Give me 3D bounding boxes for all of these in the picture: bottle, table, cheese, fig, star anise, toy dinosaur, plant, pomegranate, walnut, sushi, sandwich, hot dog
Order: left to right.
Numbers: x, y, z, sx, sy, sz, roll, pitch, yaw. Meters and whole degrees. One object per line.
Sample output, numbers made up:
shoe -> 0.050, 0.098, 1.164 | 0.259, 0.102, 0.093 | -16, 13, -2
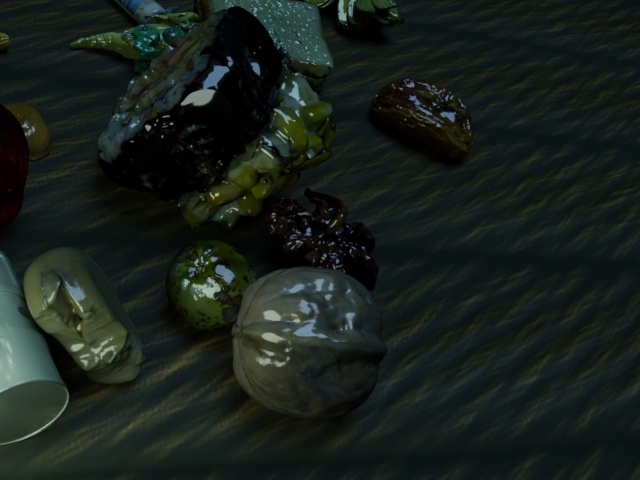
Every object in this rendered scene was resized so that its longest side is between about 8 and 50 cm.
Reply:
fig -> -0.532, -0.106, 1.327 | 0.249, 0.186, 0.204 | 4, 61, -15
table -> -0.404, 0.125, 1.173 | 0.126, 0.126, 0.220 | -8, 51, -36
walnut -> -0.474, -0.185, 1.544 | 0.091, 0.052, 0.121 | -12, 54, -42
cheese -> -0.307, 0.088, 1.226 | 0.091, 0.202, 0.175 | -31, 65, -6
bottle -> -0.394, -0.500, 1.942 | 0.217, 0.060, 0.060 | 43, 41, 22
toy dinosaur -> -0.331, -0.367, 1.806 | 0.259, 0.094, 0.153 | -16, 52, -22
sushi -> -0.159, -0.169, 1.537 | 0.285, 0.328, 0.328 | 45, 23, -25
pomegranate -> -0.144, 0.057, 1.397 | 0.138, 0.126, 0.163 | 32, 36, 27
sandwich -> -0.119, -0.409, 1.964 | 0.273, 0.095, 0.249 | 8, 45, -23
walnut -> -0.012, 0.139, 1.312 | 0.224, 0.224, 0.224 | 16, 40, -13
star anise -> 0.000, 0.000, 1.547 | 0.220, 0.126, 0.190 | 44, 46, 17
plant -> 0.094, -0.630, 2.266 | 0.305, 0.297, 0.261 | 27, 4, 26
hot dog -> 0.215, -0.255, 1.978 | 0.226, 0.099, 0.160 | 22, 38, -1

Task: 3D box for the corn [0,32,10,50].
corn -> -0.585, -0.345, 1.674 | 0.092, 0.037, 0.037 | -11, 51, -36
